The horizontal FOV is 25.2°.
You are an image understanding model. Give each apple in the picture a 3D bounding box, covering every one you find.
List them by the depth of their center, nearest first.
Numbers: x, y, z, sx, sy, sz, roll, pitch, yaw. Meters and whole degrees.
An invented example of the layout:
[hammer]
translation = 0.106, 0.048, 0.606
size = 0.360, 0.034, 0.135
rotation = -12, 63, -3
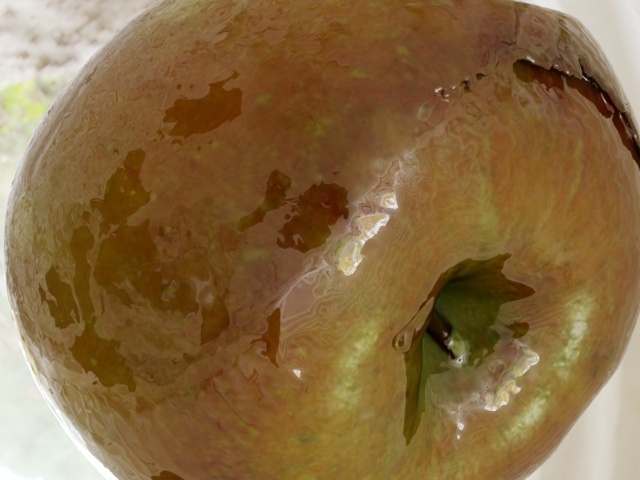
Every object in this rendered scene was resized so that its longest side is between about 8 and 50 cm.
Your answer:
[apple]
translation = 0.000, 0.000, 0.882
size = 0.384, 0.374, 0.374
rotation = -39, -170, -15
